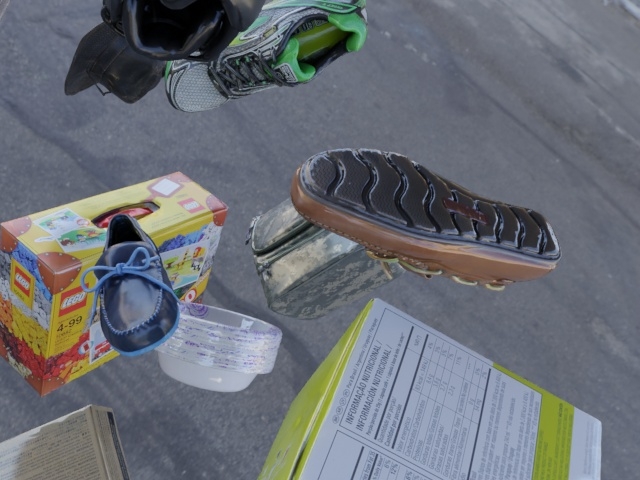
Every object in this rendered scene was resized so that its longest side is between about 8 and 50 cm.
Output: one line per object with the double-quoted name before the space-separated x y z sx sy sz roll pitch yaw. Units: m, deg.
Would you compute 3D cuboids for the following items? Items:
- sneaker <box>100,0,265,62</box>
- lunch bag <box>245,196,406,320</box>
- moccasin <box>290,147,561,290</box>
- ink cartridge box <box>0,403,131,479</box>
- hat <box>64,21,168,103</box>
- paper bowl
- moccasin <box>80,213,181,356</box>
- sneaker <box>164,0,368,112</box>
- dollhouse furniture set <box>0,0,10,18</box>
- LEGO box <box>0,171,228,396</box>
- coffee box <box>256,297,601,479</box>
"sneaker" -0.085 -0.164 0.348 0.109 0.130 0.286 10 8 -20
"lunch bag" 0.000 0.000 1.361 0.213 0.305 0.256 27 38 -51
"moccasin" 0.129 -0.014 0.803 0.380 0.147 0.139 10 53 -31
"ink cartridge box" -0.429 0.396 0.994 0.235 0.088 0.193 -22 70 0
"hat" -0.398 -0.381 1.350 0.134 0.331 0.331 48 40 -9
"paper bowl" -0.236 0.231 1.361 0.284 0.284 0.148 16 89 -22
"moccasin" -0.312 0.058 0.985 0.138 0.116 0.342 -24 29 -15
"sneaker" -0.089 -0.287 0.949 0.134 0.344 0.146 50 21 -45
"dollhouse furniture set" -0.723 -0.380 1.052 0.303 0.174 0.355 27 69 -27
"LEGO box" -0.495 0.083 1.514 0.193 0.372 0.500 35 34 20
"coffee box" 0.093 0.345 0.773 0.334 0.337 0.338 29 47 -1
